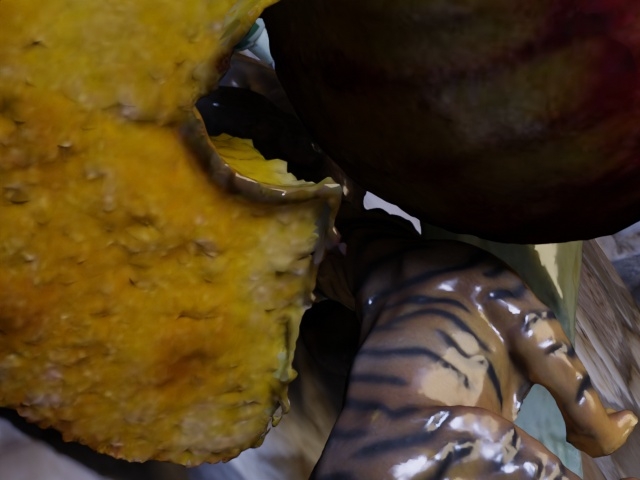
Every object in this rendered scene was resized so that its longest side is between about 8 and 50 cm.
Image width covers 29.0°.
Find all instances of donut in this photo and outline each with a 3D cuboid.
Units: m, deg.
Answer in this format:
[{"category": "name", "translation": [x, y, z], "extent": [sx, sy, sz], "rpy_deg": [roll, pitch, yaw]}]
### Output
[{"category": "donut", "translation": [-0.062, -0.061, 0.345], "extent": [0.152, 0.259, 0.101], "rpy_deg": [3, 31, -30]}]

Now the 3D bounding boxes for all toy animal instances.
[{"category": "toy animal", "translation": [0.027, 0.086, 0.407], "extent": [0.116, 0.114, 0.255], "rpy_deg": [42, 39, -16]}]

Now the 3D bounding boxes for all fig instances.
[{"category": "fig", "translation": [0.037, -0.118, 0.514], "extent": [0.321, 0.217, 0.217], "rpy_deg": [16, -24, 52]}]

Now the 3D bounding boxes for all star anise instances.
[{"category": "star anise", "translation": [-0.006, -0.014, 0.620], "extent": [0.196, 0.073, 0.212], "rpy_deg": [62, 14, 11]}]

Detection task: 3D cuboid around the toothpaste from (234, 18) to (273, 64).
[{"category": "toothpaste", "translation": [-0.090, -0.176, 0.767], "extent": [0.204, 0.031, 0.049], "rpy_deg": [42, 20, -39]}]

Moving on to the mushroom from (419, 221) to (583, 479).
[{"category": "mushroom", "translation": [0.090, 0.012, 0.611], "extent": [0.107, 0.087, 0.333], "rpy_deg": [74, 15, -61]}]
